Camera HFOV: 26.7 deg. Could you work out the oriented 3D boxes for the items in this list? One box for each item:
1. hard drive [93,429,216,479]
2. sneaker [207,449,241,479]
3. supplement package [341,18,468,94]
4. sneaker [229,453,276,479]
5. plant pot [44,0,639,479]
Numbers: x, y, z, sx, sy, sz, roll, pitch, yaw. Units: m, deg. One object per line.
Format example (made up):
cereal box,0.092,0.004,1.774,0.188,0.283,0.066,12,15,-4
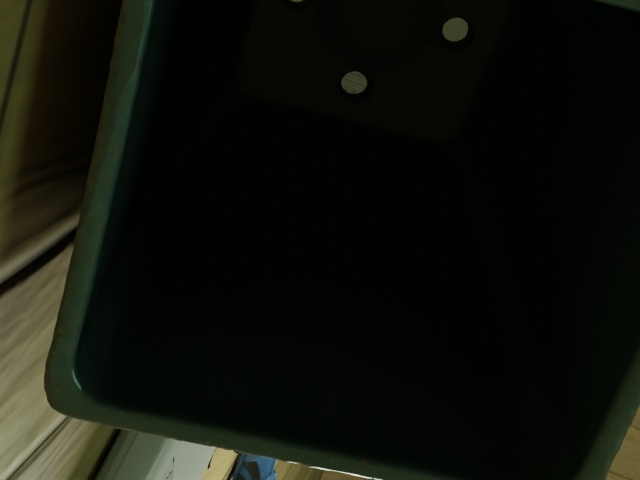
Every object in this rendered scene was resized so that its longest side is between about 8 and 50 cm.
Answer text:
hard drive,-0.101,0.133,0.994,0.203,0.040,0.307,102,12,-56
sneaker,-0.062,0.133,1.264,0.089,0.051,0.170,-63,175,-63
supplement package,0.073,-0.141,1.080,0.262,0.145,0.204,-49,159,-70
sneaker,-0.077,0.312,1.594,0.069,0.082,0.209,94,17,-63
plant pot,0.031,-0.063,0.635,0.252,0.248,0.247,-89,-166,-60
